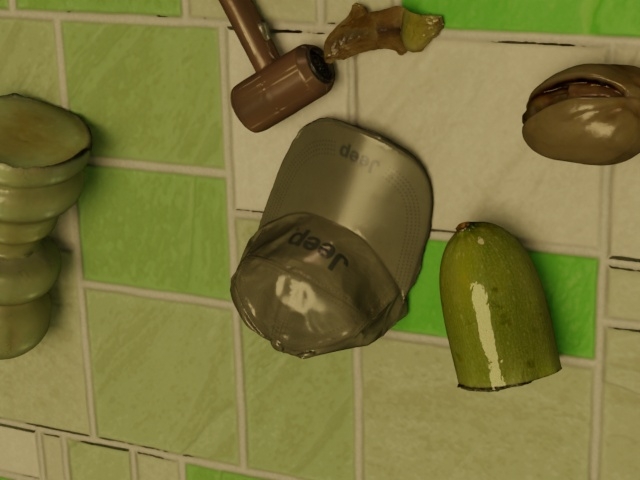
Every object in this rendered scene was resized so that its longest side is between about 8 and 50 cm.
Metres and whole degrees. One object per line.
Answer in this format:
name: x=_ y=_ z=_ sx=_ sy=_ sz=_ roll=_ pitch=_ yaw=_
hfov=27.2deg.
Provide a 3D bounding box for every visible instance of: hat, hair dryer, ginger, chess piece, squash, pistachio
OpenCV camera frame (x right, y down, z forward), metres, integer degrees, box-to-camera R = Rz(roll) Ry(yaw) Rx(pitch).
hat: x=0.000 y=0.000 z=1.491 sx=0.214 sy=0.149 sz=0.245 roll=21 pitch=126 yaw=18
hair dryer: x=-0.069 y=-0.225 z=1.488 sx=0.117 sy=0.064 sz=0.182 roll=-29 pitch=88 yaw=30
ginger: x=0.064 y=-0.226 z=1.430 sx=0.137 sy=0.044 sz=0.057 roll=-3 pitch=123 yaw=29
chess piece: x=-0.394 y=0.001 z=1.672 sx=0.182 sy=0.182 sz=0.330 roll=23 pitch=122 yaw=18
squash: x=0.183 y=0.067 z=1.430 sx=0.123 sy=0.123 sz=0.187 roll=-12 pitch=98 yaw=29
pistachio: x=0.273 y=-0.126 z=1.332 sx=0.149 sy=0.113 sz=0.113 roll=0 pitch=107 yaw=42
